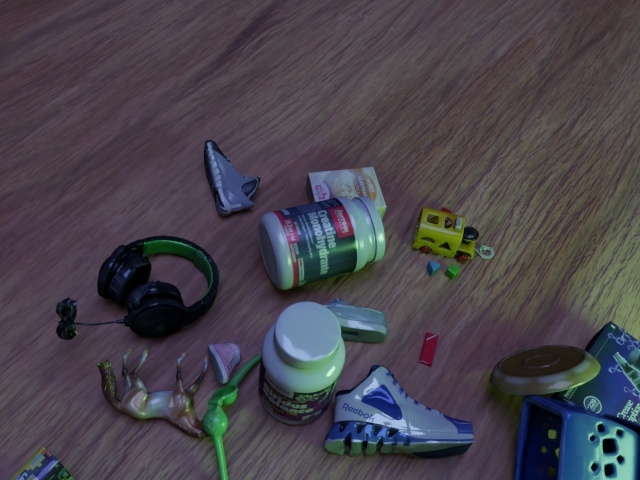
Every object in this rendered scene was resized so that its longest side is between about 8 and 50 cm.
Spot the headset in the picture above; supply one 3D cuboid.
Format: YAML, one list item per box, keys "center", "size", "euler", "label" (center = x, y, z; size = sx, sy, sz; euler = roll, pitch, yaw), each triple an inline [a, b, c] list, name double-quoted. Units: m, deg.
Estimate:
- center: [-0.406, 0.104, 1.426]
  size: [0.243, 0.185, 0.394]
  euler: [41, 49, 20]
  label: "headset"

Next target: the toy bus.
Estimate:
- center: [0.341, -0.018, 1.657]
  size: [0.202, 0.104, 0.191]
  euler: [-26, 63, -22]
  label: "toy bus"

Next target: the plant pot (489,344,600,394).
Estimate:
- center: [0.491, 0.279, 1.408]
  size: [0.236, 0.236, 0.033]
  euler: [-16, 95, -17]
  label: "plant pot"

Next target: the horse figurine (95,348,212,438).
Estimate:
- center: [-0.346, 0.320, 1.348]
  size: [0.263, 0.066, 0.175]
  euler: [9, 69, -12]
  label: "horse figurine"

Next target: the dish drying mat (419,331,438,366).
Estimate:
- center: [0.258, 0.258, 1.513]
  size: [0.032, 0.008, 0.083]
  euler: [19, 55, 5]
  label: "dish drying mat"

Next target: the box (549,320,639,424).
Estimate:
- center: [0.663, 0.342, 1.454]
  size: [0.184, 0.103, 0.261]
  euler: [37, 59, 20]
  label: "box"

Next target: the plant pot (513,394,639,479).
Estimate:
- center: [0.522, 0.442, 1.240]
  size: [0.212, 0.236, 0.236]
  euler: [8, 84, 0]
  label: "plant pot"

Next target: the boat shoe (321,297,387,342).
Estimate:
- center: [0.047, 0.182, 1.503]
  size: [0.227, 0.079, 0.081]
  euler: [12, 48, -6]
  label: "boat shoe"

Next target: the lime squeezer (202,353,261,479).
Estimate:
- center: [-0.188, 0.355, 1.330]
  size: [0.110, 0.058, 0.311]
  euler: [34, 48, -27]
  label: "lime squeezer"

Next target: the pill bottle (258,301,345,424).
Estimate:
- center: [-0.040, 0.251, 1.299]
  size: [0.169, 0.302, 0.169]
  euler: [3, 55, -5]
  label: "pill bottle"

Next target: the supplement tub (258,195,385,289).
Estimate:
- center: [0.000, 0.000, 1.547]
  size: [0.272, 0.191, 0.191]
  euler: [-14, 58, -16]
  label: "supplement tub"

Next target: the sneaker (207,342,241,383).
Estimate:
- center: [-0.202, 0.264, 1.398]
  size: [0.070, 0.051, 0.134]
  euler: [-5, 21, -20]
  label: "sneaker"

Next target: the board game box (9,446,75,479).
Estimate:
- center: [-0.545, 0.481, 1.172]
  size: [0.048, 0.141, 0.170]
  euler: [33, 58, 15]
  label: "board game box"

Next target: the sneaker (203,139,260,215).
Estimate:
- center: [-0.233, -0.174, 1.712]
  size: [0.132, 0.086, 0.229]
  euler: [-10, 67, -20]
  label: "sneaker"

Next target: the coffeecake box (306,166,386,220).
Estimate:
- center: [0.066, -0.117, 1.712]
  size: [0.185, 0.068, 0.142]
  euler: [-7, 58, -11]
  label: "coffeecake box"

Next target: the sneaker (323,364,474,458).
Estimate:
- center: [0.166, 0.359, 1.359]
  size: [0.315, 0.127, 0.182]
  euler: [3, 57, -3]
  label: "sneaker"
